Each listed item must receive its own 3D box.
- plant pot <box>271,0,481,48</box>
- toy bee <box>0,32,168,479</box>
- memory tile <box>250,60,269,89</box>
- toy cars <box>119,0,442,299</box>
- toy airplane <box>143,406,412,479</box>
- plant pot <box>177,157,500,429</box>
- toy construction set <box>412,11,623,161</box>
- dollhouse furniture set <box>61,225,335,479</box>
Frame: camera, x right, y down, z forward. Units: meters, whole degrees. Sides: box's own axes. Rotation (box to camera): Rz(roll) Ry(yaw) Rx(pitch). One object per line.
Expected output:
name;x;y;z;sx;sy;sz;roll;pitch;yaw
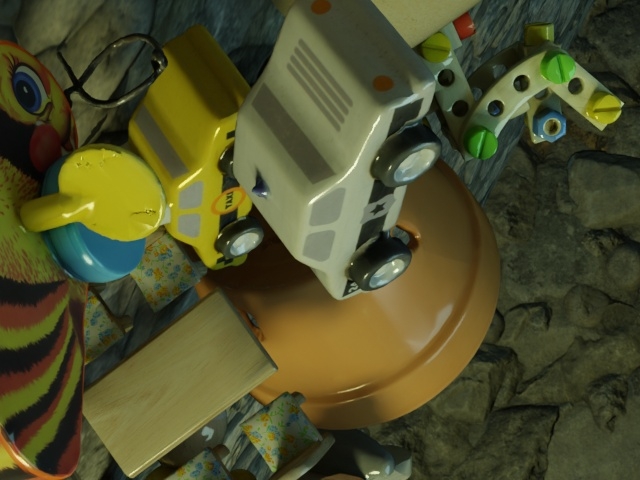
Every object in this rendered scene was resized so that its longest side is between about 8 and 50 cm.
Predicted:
plant pot;0.080;-0.279;0.879;0.274;0.256;0.256;-53;172;29
toy bee;-0.180;-0.031;0.584;0.195;0.298;0.162;-31;138;10
memory tile;-0.036;-0.153;1.099;0.148;0.012;0.113;-56;164;-22
toy cars;-0.052;-0.042;0.678;0.087;0.177;0.393;-25;-167;-22
toy airplane;-0.093;0.259;1.061;0.384;0.273;0.386;-17;172;0
plant pot;0.000;0.000;1.020;0.291;0.290;0.203;-59;148;-15
toy construction set;0.131;-0.217;1.083;0.215;0.328;0.151;-27;-175;3
dollhouse furniture set;-0.151;0.135;0.807;0.242;0.212;0.161;-37;175;9
